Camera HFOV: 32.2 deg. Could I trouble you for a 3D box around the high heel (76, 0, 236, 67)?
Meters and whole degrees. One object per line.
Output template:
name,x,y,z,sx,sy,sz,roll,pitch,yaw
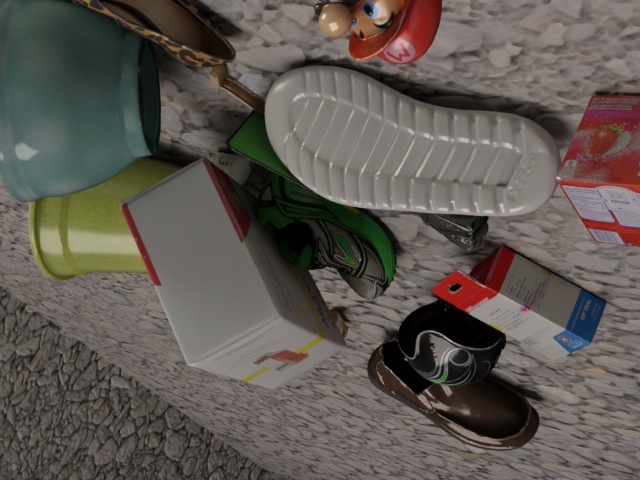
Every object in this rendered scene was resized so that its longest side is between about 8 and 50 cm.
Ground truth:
high heel,-0.212,-0.304,1.390,0.186,0.093,0.261,24,172,19

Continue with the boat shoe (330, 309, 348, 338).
boat shoe,0.029,0.184,2.297,0.059,0.063,0.170,28,169,-8

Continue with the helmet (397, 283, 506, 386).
helmet,0.221,0.167,1.876,0.169,0.169,0.161,27,143,2

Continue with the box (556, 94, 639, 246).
box,0.399,-0.067,1.162,0.257,0.122,0.128,8,152,42

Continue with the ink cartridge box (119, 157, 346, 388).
ink cartridge box,-0.126,0.065,1.761,0.279,0.160,0.385,63,-172,18

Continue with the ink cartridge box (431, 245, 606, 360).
ink cartridge box,0.301,0.088,1.707,0.231,0.078,0.134,29,159,-4

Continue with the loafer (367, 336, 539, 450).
loafer,0.252,0.300,2.183,0.366,0.134,0.130,21,158,17

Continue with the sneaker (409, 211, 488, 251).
sneaker,0.207,-0.051,1.495,0.130,0.087,0.227,34,162,-20

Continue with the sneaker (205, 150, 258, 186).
sneaker,-0.151,-0.118,1.814,0.061,0.053,0.152,39,157,-20

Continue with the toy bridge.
toy bridge,-0.067,-0.193,1.574,0.188,0.026,0.063,24,161,8

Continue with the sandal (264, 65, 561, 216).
sandal,0.111,-0.113,1.416,0.416,0.169,0.102,19,-167,28

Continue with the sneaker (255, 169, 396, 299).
sneaker,0.000,0.000,1.776,0.134,0.146,0.343,8,152,42

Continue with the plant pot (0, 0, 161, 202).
plant pot,-0.336,-0.204,1.582,0.196,0.293,0.293,-3,155,2

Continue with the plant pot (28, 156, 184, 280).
plant pot,-0.331,-0.046,1.961,0.254,0.276,0.276,9,155,15

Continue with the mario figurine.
mario figurine,-0.009,-0.286,1.074,0.320,0.170,0.198,45,-171,-21

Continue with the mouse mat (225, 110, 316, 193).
mouse mat,-0.045,-0.126,1.547,0.152,0.189,0.007,28,115,-1
